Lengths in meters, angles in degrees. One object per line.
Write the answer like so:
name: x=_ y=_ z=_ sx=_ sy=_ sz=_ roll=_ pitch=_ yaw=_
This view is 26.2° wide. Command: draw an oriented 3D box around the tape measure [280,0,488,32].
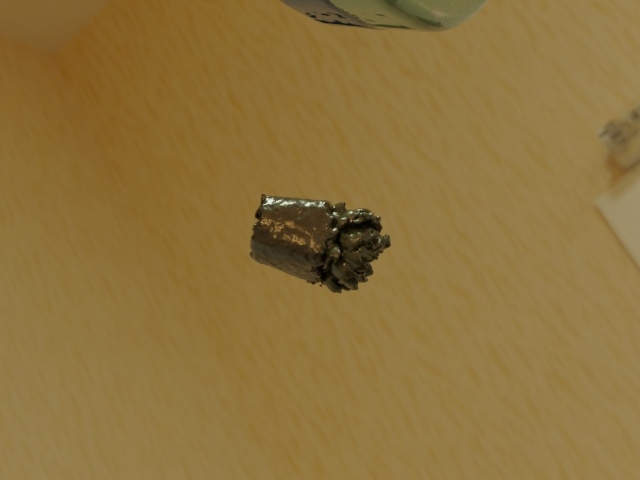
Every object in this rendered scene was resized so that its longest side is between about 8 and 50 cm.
tape measure: x=0.076 y=-0.215 z=0.804 sx=0.351 sy=0.098 sz=0.215 roll=15 pitch=-94 yaw=-53

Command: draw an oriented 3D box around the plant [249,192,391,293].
plant: x=0.000 y=0.000 z=1.422 sx=0.143 sy=0.092 sz=0.094 roll=14 pitch=-29 yaw=1
